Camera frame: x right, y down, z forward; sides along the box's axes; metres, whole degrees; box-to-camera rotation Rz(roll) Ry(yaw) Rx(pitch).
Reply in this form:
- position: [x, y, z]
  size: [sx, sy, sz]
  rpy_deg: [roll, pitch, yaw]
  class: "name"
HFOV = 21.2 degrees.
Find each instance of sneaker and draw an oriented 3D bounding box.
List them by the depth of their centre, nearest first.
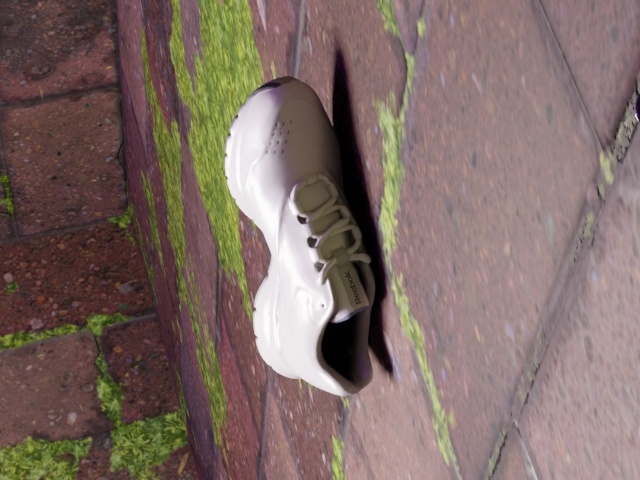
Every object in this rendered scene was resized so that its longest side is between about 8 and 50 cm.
- position: [0.000, 0.000, 1.487]
  size: [0.129, 0.111, 0.297]
  rpy_deg: [30, 137, 54]
  class: "sneaker"

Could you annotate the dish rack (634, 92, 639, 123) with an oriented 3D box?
- position: [0.176, 0.016, 0.620]
  size: [0.271, 0.074, 0.208]
  rpy_deg: [-178, 77, -79]
  class: "dish rack"
